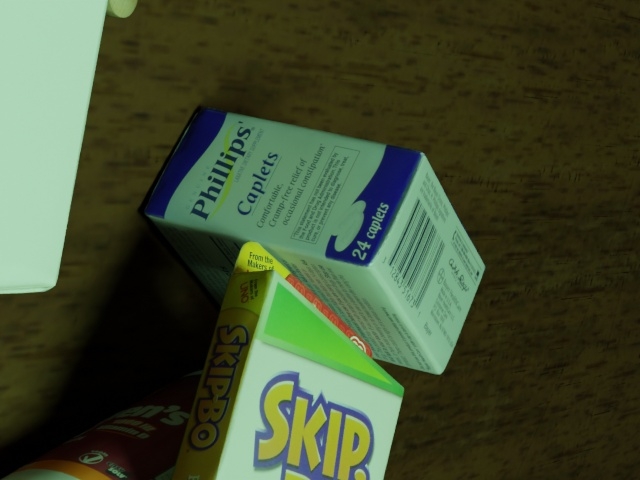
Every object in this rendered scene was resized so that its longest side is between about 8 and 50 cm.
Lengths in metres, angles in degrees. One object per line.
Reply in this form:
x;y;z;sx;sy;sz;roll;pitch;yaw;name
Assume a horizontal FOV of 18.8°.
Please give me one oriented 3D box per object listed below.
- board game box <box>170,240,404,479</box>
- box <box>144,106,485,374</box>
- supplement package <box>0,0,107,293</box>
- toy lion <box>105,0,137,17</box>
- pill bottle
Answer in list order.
-0.024;0.136;0.912;0.124;0.039;0.259;44;48;-42;board game box
0.000;0.000;1.016;0.072;0.137;0.126;-66;150;-21;box
-0.174;-0.140;0.601;0.175;0.178;0.293;-3;106;-60;supplement package
-0.106;-0.154;0.869;0.100;0.034;0.096;21;79;-61;toy lion
-0.067;0.136;0.983;0.221;0.121;0.121;-28;127;-53;pill bottle
